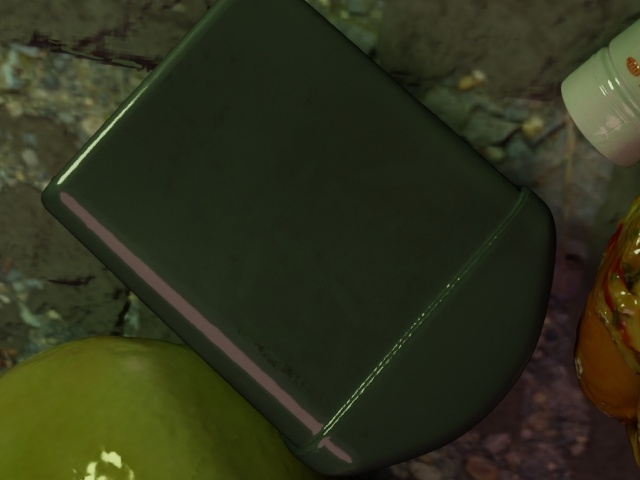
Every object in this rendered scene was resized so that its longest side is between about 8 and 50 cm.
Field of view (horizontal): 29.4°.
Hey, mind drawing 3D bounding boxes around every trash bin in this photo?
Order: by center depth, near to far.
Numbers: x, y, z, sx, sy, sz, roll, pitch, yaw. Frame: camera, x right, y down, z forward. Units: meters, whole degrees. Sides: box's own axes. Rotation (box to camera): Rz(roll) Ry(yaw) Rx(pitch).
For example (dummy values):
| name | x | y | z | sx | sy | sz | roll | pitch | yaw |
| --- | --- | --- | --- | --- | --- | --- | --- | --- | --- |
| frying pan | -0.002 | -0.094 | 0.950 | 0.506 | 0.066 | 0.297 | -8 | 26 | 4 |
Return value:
| name | x | y | z | sx | sy | sz | roll | pitch | yaw |
| --- | --- | --- | --- | --- | --- | --- | --- | --- | --- |
| trash bin | 0.000 | 0.000 | 0.615 | 0.236 | 0.101 | 0.177 | 43 | 87 | -8 |

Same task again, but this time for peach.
| name | x | y | z | sx | sy | sz | roll | pitch | yaw |
| --- | --- | --- | --- | --- | --- | --- | --- | --- | --- |
| peach | -0.098 | 0.219 | 0.702 | 0.316 | 0.281 | 0.314 | 52 | 152 | 28 |

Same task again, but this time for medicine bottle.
| name | x | y | z | sx | sy | sz | roll | pitch | yaw |
| --- | --- | --- | --- | --- | --- | --- | --- | --- | --- |
| medicine bottle | 0.165 | -0.081 | 0.578 | 0.057 | 0.057 | 0.089 | 44 | 122 | -13 |

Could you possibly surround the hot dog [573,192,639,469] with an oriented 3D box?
| name | x | y | z | sx | sy | sz | roll | pitch | yaw |
| --- | --- | --- | --- | --- | --- | --- | --- | --- | --- |
| hot dog | 0.217 | 0.023 | 0.567 | 0.153 | 0.150 | 0.257 | 23 | 129 | -29 |
